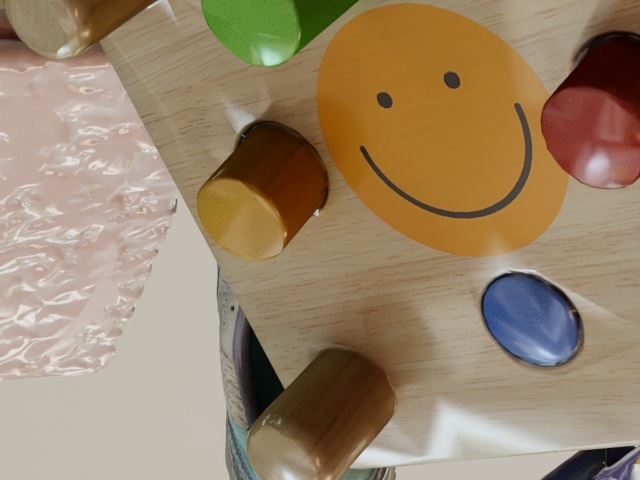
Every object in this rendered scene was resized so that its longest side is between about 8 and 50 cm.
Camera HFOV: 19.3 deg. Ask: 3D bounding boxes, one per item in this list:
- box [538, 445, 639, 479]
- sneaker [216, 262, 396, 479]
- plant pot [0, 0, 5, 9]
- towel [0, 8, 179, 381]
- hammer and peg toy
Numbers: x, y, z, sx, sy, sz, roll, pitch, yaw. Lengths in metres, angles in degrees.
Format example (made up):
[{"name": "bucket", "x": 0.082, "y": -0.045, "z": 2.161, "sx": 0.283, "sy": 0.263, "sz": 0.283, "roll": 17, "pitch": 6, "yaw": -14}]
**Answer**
[{"name": "box", "x": 0.165, "y": 0.188, "z": 1.076, "sx": 0.136, "sy": 0.225, "sz": 0.036, "roll": 34, "pitch": -140, "yaw": -17}, {"name": "sneaker", "x": 0.000, "y": 0.000, "z": 0.883, "sx": 0.122, "sy": 0.110, "sz": 0.283, "roll": 91, "pitch": 174, "yaw": -81}, {"name": "plant pot", "x": -0.352, "y": -0.318, "z": 1.663, "sx": 0.256, "sy": 0.256, "sz": 0.274, "roll": -51, "pitch": -24, "yaw": -40}, {"name": "towel", "x": -0.234, "y": -0.015, "z": 1.046, "sx": 0.317, "sy": 0.332, "sz": 0.053, "roll": -4, "pitch": -124, "yaw": -26}, {"name": "hammer and peg toy", "x": 0.087, "y": -0.040, "z": 0.588, "sx": 0.127, "sy": 0.361, "sz": 0.266, "roll": -44, "pitch": -65, "yaw": -44}]
